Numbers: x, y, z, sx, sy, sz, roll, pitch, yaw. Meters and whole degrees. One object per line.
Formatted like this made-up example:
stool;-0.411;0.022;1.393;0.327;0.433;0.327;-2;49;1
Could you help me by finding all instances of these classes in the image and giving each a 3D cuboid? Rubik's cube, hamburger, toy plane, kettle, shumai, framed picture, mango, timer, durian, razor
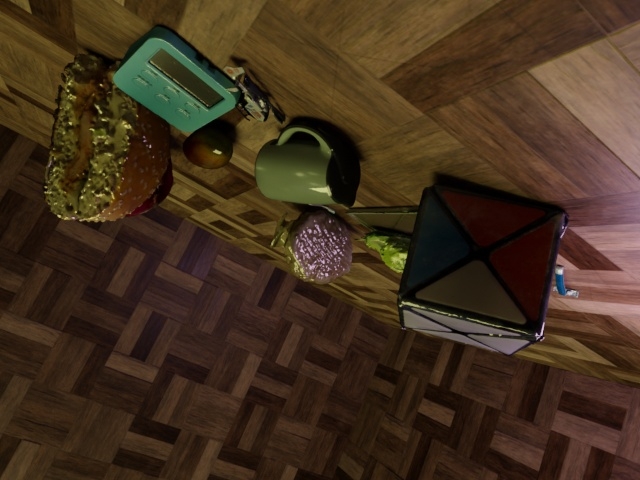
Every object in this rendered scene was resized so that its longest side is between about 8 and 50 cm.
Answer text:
Rubik's cube;0.361;0.076;1.067;0.307;0.305;0.310;13;162;14
hamburger;-0.557;-0.264;1.275;0.269;0.444;0.287;12;-175;16
toy plane;-0.155;-0.321;1.004;0.078;0.053;0.197;8;162;27
kettle;-0.031;-0.189;1.105;0.237;0.161;0.221;14;132;37
shumai;-0.051;0.024;1.690;0.314;0.266;0.263;37;162;-35
framed picture;0.265;-0.037;1.423;0.247;0.022;0.335;32;165;-31
mango;-0.328;-0.274;1.348;0.133;0.111;0.268;49;158;-25
timer;-0.336;-0.366;1.060;0.232;0.091;0.250;34;160;-35
durian;0.264;0.041;1.463;0.376;0.106;0.132;13;158;26
razor;0.680;0.121;1.274;0.068;0.037;0.191;16;165;38

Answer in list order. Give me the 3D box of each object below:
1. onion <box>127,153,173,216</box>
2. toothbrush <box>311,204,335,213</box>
onion;-0.703;-0.229;1.631;0.348;0.347;0.385;26;151;-9
toothbrush;-0.041;-0.138;1.588;0.204;0.017;0.022;22;148;6
